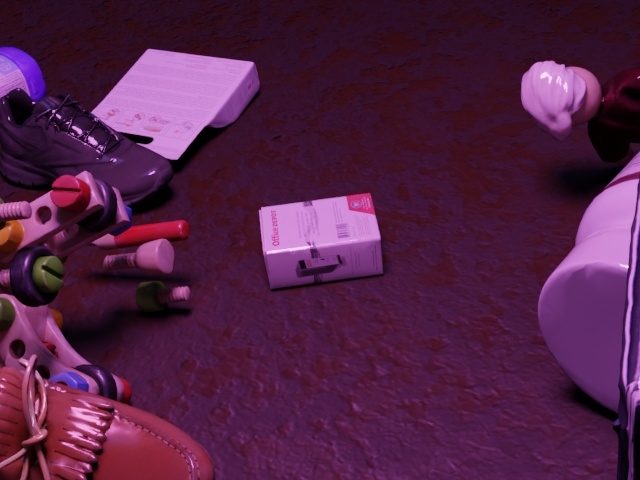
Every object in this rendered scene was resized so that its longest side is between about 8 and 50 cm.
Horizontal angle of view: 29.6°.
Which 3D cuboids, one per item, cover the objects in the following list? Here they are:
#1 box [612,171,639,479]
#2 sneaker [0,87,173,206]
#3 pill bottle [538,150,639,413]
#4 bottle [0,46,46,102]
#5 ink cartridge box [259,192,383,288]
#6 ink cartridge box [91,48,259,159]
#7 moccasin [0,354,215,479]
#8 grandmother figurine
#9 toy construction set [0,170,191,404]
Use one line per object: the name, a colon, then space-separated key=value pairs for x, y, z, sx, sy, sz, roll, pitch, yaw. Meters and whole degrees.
box: x=0.422 y=0.194 z=0.721 sx=0.480 sy=0.472 sz=0.297 roll=4 pitch=36 yaw=16
sneaker: x=-0.323 y=-0.124 z=1.595 sx=0.286 sy=0.130 sz=0.109 roll=14 pitch=38 yaw=25
pill bottle: x=0.399 y=-0.009 z=1.216 sx=0.224 sy=0.224 sz=0.392 roll=21 pitch=47 yaw=34
bottle: x=-0.539 y=-0.187 z=1.750 sx=0.283 sy=0.092 sz=0.118 roll=-34 pitch=39 yaw=-32
ink cartridge box: x=0.000 y=0.000 z=1.424 sx=0.135 sy=0.056 sz=0.099 roll=-7 pitch=35 yaw=-1
ink cartridge box: x=-0.221 y=-0.183 z=1.734 sx=0.189 sy=0.066 sz=0.232 roll=11 pitch=50 yaw=24
moccasin: x=-0.270 y=0.171 z=1.078 sx=0.380 sy=0.147 sz=0.139 roll=21 pitch=79 yaw=22
grandmother figurine: x=0.399 y=-0.153 z=1.445 sx=0.342 sy=0.208 sz=0.104 roll=7 pitch=48 yaw=-13
toy construction set: x=-0.306 y=0.054 z=1.298 sx=0.237 sy=0.257 sz=0.309 roll=-6 pitch=13 yaw=23
